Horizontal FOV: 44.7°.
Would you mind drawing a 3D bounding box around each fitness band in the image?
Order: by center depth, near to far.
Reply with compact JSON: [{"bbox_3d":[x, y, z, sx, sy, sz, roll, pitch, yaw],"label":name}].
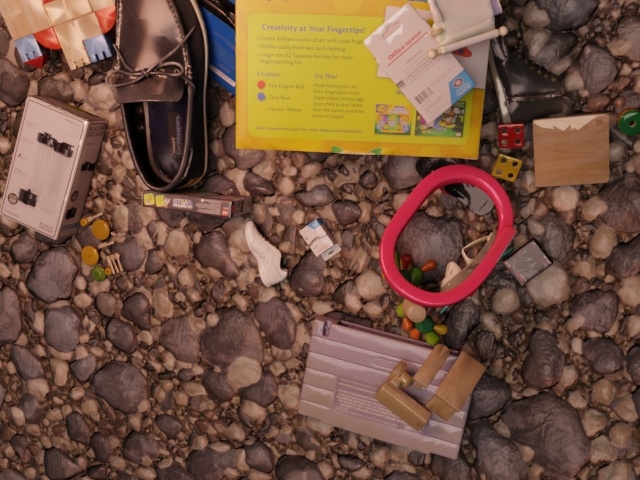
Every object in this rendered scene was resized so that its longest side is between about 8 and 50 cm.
[{"bbox_3d":[0.239,-0.008,1.464,0.209,0.054,0.291,35,78,12],"label":"fitness band"}]

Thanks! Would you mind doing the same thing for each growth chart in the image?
[{"bbox_3d":[0.231,-0.429,1.264,0.172,0.021,0.237,-15,98,-14],"label":"growth chart"}]

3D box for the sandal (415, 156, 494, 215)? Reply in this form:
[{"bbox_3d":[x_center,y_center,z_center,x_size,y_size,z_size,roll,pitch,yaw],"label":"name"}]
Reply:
[{"bbox_3d":[0.267,-0.114,1.537,0.179,0.040,0.067,37,107,9],"label":"sandal"}]

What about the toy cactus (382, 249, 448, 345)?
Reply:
[{"bbox_3d":[0.193,0.121,1.531,0.112,0.180,0.219,-15,100,4],"label":"toy cactus"}]

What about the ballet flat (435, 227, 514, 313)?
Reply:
[{"bbox_3d":[0.284,0.055,1.513,0.213,0.072,0.068,-40,76,-13],"label":"ballet flat"}]

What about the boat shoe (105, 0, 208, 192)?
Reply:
[{"bbox_3d":[-0.327,-0.327,1.569,0.187,0.156,0.500,3,115,13],"label":"boat shoe"}]

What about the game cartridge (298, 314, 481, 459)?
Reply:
[{"bbox_3d":[0.139,0.308,1.637,0.355,0.068,0.230,14,106,15],"label":"game cartridge"}]

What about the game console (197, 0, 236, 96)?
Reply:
[{"bbox_3d":[-0.131,-0.445,1.617,0.293,0.173,0.250,38,139,9],"label":"game console"}]

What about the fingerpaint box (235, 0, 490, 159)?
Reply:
[{"bbox_3d":[0.074,-0.352,1.418,0.445,0.163,0.371,2,109,1],"label":"fingerpaint box"}]

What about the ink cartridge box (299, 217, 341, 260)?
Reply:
[{"bbox_3d":[0.000,0.000,1.645,0.048,0.028,0.083,-36,87,19],"label":"ink cartridge box"}]

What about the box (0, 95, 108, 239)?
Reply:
[{"bbox_3d":[-0.610,-0.167,1.778,0.169,0.087,0.290,22,105,13],"label":"box"}]

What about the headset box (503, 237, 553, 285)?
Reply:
[{"bbox_3d":[0.403,0.044,1.525,0.083,0.032,0.062,-39,86,17],"label":"headset box"}]

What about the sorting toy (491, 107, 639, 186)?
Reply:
[{"bbox_3d":[0.457,-0.172,1.454,0.275,0.046,0.132,-4,114,14],"label":"sorting toy"}]

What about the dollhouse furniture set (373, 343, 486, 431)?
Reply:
[{"bbox_3d":[0.218,0.286,1.566,0.144,0.123,0.151,37,142,9],"label":"dollhouse furniture set"}]

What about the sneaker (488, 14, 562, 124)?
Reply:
[{"bbox_3d":[0.377,-0.330,1.456,0.118,0.083,0.222,-14,104,14],"label":"sneaker"}]

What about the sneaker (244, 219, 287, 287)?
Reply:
[{"bbox_3d":[-0.117,0.022,1.678,0.061,0.053,0.152,-22,98,10],"label":"sneaker"}]

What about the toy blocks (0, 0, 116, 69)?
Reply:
[{"bbox_3d":[-0.518,-0.490,1.667,0.381,0.191,0.260,-16,107,10],"label":"toy blocks"}]

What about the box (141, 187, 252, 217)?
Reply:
[{"bbox_3d":[-0.264,-0.084,1.669,0.207,0.114,0.036,8,101,16],"label":"box"}]

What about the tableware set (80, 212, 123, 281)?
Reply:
[{"bbox_3d":[-0.516,0.015,1.814,0.104,0.024,0.154,-19,94,22],"label":"tableware set"}]

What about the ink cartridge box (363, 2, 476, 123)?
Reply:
[{"bbox_3d":[0.164,-0.301,1.313,0.104,0.060,0.180,-39,104,12],"label":"ink cartridge box"}]
